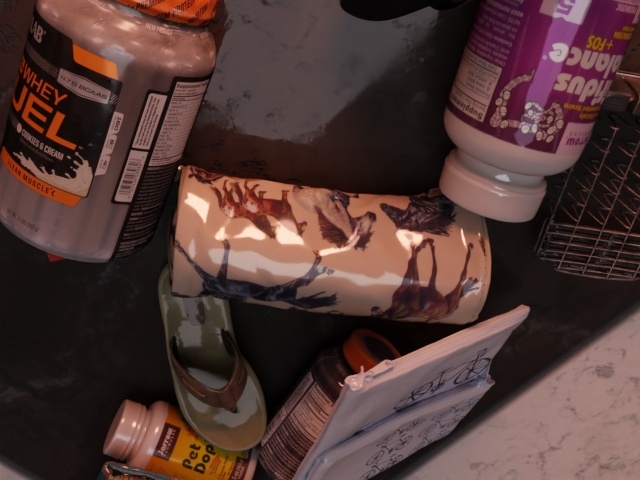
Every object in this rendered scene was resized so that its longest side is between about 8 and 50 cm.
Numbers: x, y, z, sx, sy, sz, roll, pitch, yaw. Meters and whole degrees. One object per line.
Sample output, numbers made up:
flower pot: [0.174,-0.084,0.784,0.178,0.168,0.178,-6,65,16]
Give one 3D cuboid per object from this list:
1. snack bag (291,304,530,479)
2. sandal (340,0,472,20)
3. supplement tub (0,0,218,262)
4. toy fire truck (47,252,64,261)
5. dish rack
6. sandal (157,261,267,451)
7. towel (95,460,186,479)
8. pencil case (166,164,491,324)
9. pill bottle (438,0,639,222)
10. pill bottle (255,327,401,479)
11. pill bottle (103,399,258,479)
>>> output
snack bag: [0.118,0.232,0.978,0.323,0.037,0.343,-15,144,-33]
sandal: [0.120,-0.262,0.750,0.097,0.254,0.055,11,82,-33]
supplement tub: [-0.234,-0.151,0.803,0.193,0.194,0.316,19,115,-13]
toy fire truck: [-0.402,-0.061,0.924,0.135,0.047,0.192,-8,118,1]
dish rack: [0.399,-0.075,0.952,0.208,0.074,0.272,9,119,-6]
sandal: [-0.159,0.170,1.014,0.120,0.086,0.303,-18,107,-6]
towel: [-0.238,0.454,1.137,0.271,0.040,0.370,18,139,-12]
pencil case: [0.000,0.000,0.919,0.409,0.184,0.160,6,147,-6]
pill bottle: [0.239,-0.180,0.828,0.169,0.169,0.302,10,117,-9]
pill bottle: [0.018,0.243,1.065,0.130,0.130,0.246,29,113,-17]
pill bottle: [-0.211,0.317,1.099,0.214,0.117,0.117,26,114,-16]
